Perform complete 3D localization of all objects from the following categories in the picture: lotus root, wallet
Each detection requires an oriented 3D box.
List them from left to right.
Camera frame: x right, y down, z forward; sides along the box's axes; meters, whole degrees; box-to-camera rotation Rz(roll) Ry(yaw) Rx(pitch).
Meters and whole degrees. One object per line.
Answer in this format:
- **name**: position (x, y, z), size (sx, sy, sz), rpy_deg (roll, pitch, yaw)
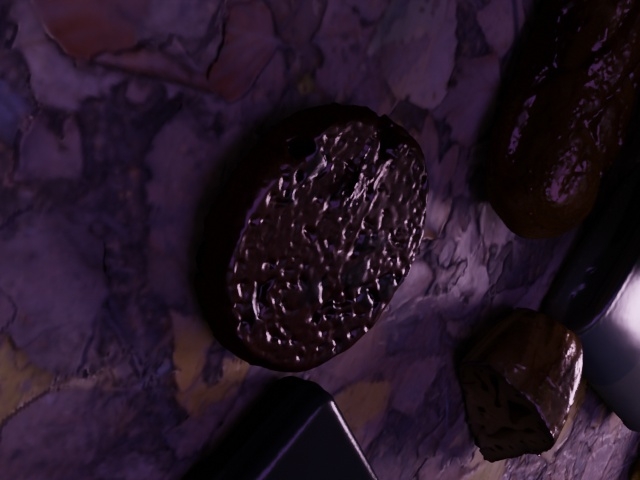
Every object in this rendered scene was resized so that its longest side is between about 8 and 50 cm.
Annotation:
- **lotus root**: position (0.200, 0.135, 0.808), size (0.135, 0.095, 0.159), rpy_deg (-55, 143, -21)
- **wallet**: position (0.393, 0.074, 0.999), size (0.252, 0.083, 0.360), rpy_deg (-56, 138, -7)

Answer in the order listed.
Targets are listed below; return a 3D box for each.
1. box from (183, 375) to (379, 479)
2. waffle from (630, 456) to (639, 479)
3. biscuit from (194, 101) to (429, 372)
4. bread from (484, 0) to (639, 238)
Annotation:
- **box**: position (-0.054, 0.223, 0.597), size (0.230, 0.050, 0.160), rpy_deg (-47, 134, -24)
- **waffle**: position (0.552, 0.312, 1.287), size (0.238, 0.059, 0.243), rpy_deg (9, 100, -48)
- **biscuit**: position (0.000, 0.000, 0.567), size (0.192, 0.049, 0.192), rpy_deg (-20, 122, -34)
- **bread**: position (0.238, -0.163, 0.728), size (0.124, 0.084, 0.343), rpy_deg (28, 84, -49)
